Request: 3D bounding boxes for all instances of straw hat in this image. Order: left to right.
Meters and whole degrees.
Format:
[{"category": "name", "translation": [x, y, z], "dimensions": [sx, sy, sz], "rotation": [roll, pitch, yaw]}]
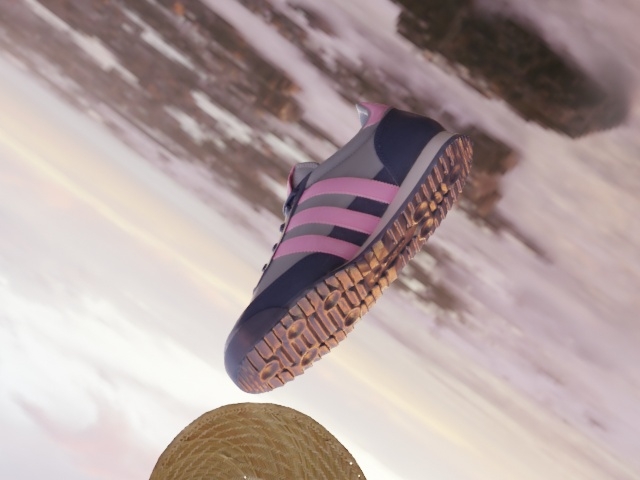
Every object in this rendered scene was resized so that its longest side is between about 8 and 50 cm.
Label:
[{"category": "straw hat", "translation": [-0.040, 0.157, 0.640], "dimensions": [0.144, 0.144, 0.061], "rotation": [37, 145, -15]}]

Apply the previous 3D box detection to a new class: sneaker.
[{"category": "sneaker", "translation": [0.000, 0.000, 1.188], "dimensions": [0.131, 0.319, 0.112], "rotation": [32, 155, 28]}]
